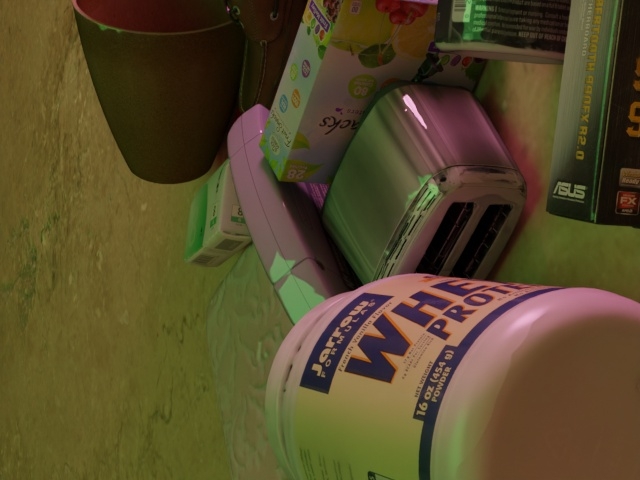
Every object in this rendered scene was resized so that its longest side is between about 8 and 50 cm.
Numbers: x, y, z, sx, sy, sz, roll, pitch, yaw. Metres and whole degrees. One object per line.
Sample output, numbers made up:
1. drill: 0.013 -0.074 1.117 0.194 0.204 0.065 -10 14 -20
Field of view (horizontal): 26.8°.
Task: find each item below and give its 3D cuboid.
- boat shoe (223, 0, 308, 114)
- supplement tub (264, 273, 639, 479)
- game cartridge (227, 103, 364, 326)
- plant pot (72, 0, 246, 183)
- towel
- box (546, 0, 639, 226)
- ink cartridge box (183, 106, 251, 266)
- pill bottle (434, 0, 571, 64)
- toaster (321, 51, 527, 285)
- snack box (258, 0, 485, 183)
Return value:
1. boat shoe: -0.062 -0.276 1.518 0.110 0.104 0.307 49 130 55
2. supplement tub: 0.115 0.146 1.050 0.325 0.235 0.235 3 90 61
3. game cartridge: 0.000 0.000 1.361 0.062 0.198 0.297 -41 46 22
4. plant pot: -0.203 -0.213 1.797 0.237 0.237 0.254 -123 28 -50
5. towel: -0.045 0.136 1.592 0.332 0.053 0.316 -50 45 50
6. box: 0.257 -0.095 0.808 0.056 0.231 0.183 -160 76 -66
7. ink cartridge box: -0.118 -0.092 1.704 0.181 0.056 0.224 146 130 -67
8. pill bottle: 0.171 -0.274 1.114 0.130 0.130 0.245 16 101 63
9. toaster: 0.099 -0.042 1.240 0.227 0.129 0.146 -63 38 35
10. snack box: 0.056 -0.151 1.280 0.070 0.175 0.207 62 141 44
